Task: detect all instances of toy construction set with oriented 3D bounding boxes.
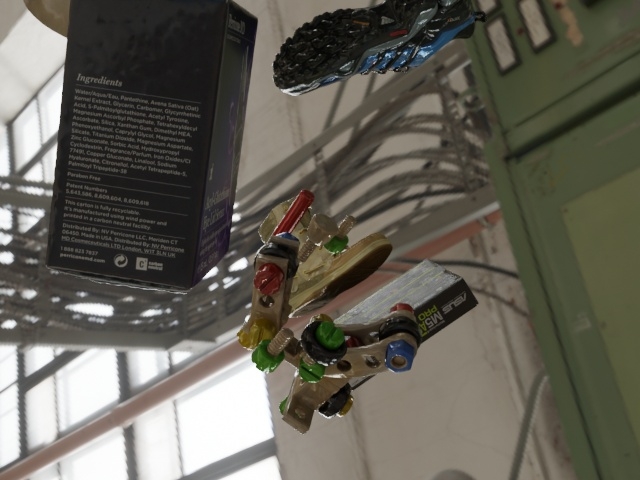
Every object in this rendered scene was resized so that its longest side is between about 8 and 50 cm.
[{"bbox_3d":[-0.031,0.115,1.191,0.257,0.237,0.309,16,-142,-29],"label":"toy construction set"}]

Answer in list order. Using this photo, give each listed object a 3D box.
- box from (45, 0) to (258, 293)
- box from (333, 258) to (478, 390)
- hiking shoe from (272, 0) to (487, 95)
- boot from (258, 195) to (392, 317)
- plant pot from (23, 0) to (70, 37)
[{"bbox_3d":[-0.121,-0.082,0.642,0.153,0.108,0.207,-70,-11,-79],"label":"box"},{"bbox_3d":[0.127,0.144,1.532,0.060,0.270,0.216,57,175,-11],"label":"box"},{"bbox_3d":[0.080,-0.268,1.196,0.132,0.304,0.113,43,-150,-50],"label":"hiking shoe"},{"bbox_3d":[0.000,0.000,1.560,0.095,0.262,0.203,0,-119,-45],"label":"boot"},{"bbox_3d":[-0.237,-0.420,1.093,0.256,0.274,0.256,13,-144,-10],"label":"plant pot"}]
